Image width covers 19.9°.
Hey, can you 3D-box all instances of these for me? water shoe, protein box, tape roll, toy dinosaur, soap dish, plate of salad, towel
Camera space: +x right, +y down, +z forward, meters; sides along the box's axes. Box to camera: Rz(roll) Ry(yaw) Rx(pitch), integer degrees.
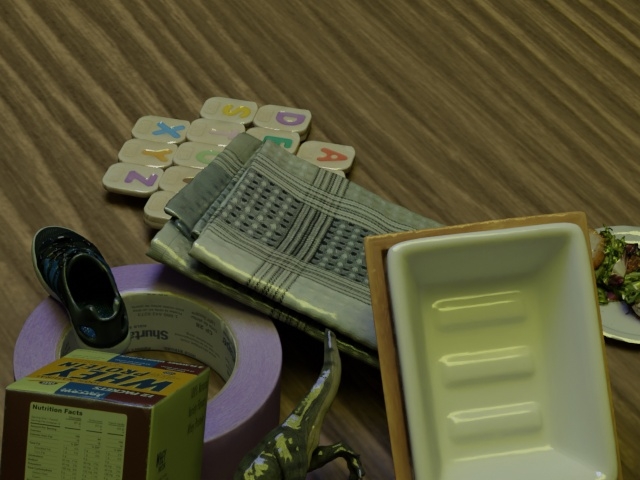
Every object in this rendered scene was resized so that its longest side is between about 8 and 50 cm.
[{"bbox_3d":[-0.243,0.034,1.885,0.073,0.080,0.203,-16,45,-22],"label":"water shoe"},{"bbox_3d":[-0.197,0.219,1.658,0.136,0.201,0.200,7,7,10],"label":"protein box"},{"bbox_3d":[-0.177,0.146,1.890,0.274,0.090,0.275,1,41,-1],"label":"tape roll"},{"bbox_3d":[-0.017,0.221,1.809,0.118,0.064,0.268,40,64,-7],"label":"toy dinosaur"},{"bbox_3d":[0.167,0.128,1.818,0.228,0.118,0.291,-7,87,-10],"label":"soap dish"},{"bbox_3d":[0.362,0.042,2.077,0.199,0.048,0.200,2,40,-2],"label":"plate of salad"},{"bbox_3d":[0.000,0.000,2.009,0.324,0.056,0.312,25,32,5],"label":"towel"}]

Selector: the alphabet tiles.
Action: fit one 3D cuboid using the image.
[{"bbox_3d":[-0.108,-0.091,2.196,0.278,0.021,0.284,10,36,9],"label":"alphabet tiles"}]
